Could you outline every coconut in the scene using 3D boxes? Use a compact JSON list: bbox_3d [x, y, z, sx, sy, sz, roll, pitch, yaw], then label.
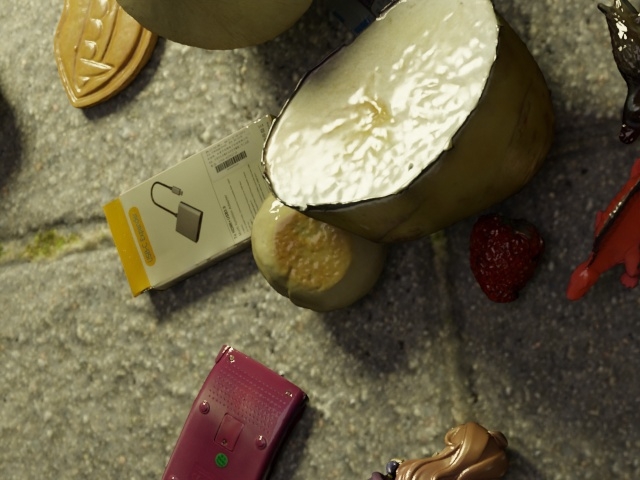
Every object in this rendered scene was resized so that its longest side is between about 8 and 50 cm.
[{"bbox_3d":[-0.114,-0.354,1.836,0.329,0.329,0.328,-3,83,26],"label":"coconut"}]

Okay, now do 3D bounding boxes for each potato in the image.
[{"bbox_3d":[0.108,-0.100,1.768,0.300,0.196,0.246,-40,43,7],"label":"potato"}]

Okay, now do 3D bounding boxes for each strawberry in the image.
[{"bbox_3d":[0.194,0.019,1.789,0.083,0.083,0.096,3,92,26],"label":"strawberry"}]

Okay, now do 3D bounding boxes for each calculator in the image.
[{"bbox_3d":[-0.102,0.229,1.931,0.127,0.034,0.190,28,97,24],"label":"calculator"}]

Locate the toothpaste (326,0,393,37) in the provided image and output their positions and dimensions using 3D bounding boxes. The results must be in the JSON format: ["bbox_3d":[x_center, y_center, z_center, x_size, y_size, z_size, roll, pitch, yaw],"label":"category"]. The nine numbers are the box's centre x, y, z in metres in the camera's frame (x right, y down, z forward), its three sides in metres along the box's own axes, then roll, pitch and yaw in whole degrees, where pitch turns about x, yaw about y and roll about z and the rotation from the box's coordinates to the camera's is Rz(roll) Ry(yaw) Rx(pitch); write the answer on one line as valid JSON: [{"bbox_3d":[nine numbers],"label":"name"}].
[{"bbox_3d":[0.130,-0.339,1.870,0.114,0.073,0.299,48,112,22],"label":"toothpaste"}]

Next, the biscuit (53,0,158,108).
[{"bbox_3d":[-0.259,-0.265,2.067,0.142,0.029,0.220,19,92,26],"label":"biscuit"}]

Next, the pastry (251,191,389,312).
[{"bbox_3d":[0.000,0.000,1.861,0.156,0.092,0.156,0,97,1],"label":"pastry"}]

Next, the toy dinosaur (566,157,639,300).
[{"bbox_3d":[0.326,-0.057,1.695,0.070,0.139,0.286,38,100,24],"label":"toy dinosaur"}]

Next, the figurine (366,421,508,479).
[{"bbox_3d":[0.133,0.260,1.769,0.157,0.114,0.126,-31,106,14],"label":"figurine"}]

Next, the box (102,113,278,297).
[{"bbox_3d":[-0.132,-0.038,1.976,0.247,0.033,0.129,-26,75,21],"label":"box"}]

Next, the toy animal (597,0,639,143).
[{"bbox_3d":[0.333,-0.201,1.763,0.105,0.070,0.202,5,93,36],"label":"toy animal"}]
